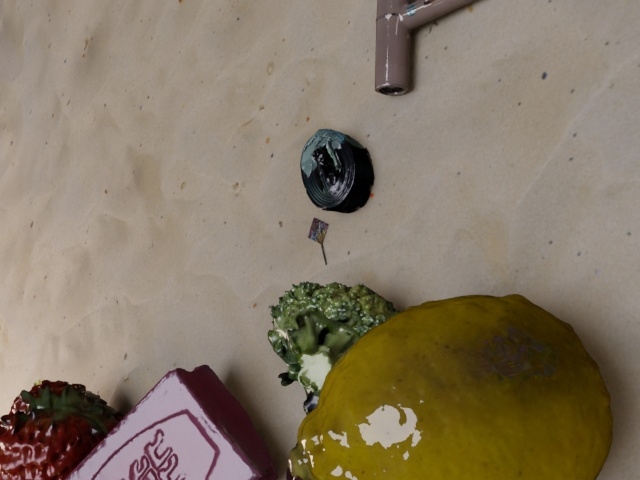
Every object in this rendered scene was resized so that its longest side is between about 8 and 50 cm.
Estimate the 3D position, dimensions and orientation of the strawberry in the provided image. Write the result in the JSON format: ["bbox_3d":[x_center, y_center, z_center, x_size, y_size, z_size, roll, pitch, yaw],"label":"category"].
[{"bbox_3d":[-0.507,0.459,1.367,0.312,0.268,0.350,-159,71,-63],"label":"strawberry"}]

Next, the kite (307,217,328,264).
[{"bbox_3d":[-0.005,0.001,1.130,0.044,0.002,0.078,-2,82,42],"label":"kite"}]

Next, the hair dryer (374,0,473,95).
[{"bbox_3d":[0.176,-0.312,0.986,0.221,0.054,0.195,0,86,35],"label":"hair dryer"}]

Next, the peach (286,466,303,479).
[{"bbox_3d":[0.022,0.332,0.969,0.152,0.152,0.151,-7,80,41],"label":"peach"}]

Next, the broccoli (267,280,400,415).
[{"bbox_3d":[0.036,0.168,0.959,0.198,0.176,0.226,-29,51,33],"label":"broccoli"}]

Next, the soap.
[{"bbox_3d":[-0.258,0.404,1.134,0.359,0.128,0.233,-47,71,5],"label":"soap"}]

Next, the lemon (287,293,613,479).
[{"bbox_3d":[0.147,0.196,0.767,0.316,0.285,0.285,-33,62,13],"label":"lemon"}]

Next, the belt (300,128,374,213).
[{"bbox_3d":[0.022,-0.107,1.082,0.105,0.058,0.140,-37,61,29],"label":"belt"}]
